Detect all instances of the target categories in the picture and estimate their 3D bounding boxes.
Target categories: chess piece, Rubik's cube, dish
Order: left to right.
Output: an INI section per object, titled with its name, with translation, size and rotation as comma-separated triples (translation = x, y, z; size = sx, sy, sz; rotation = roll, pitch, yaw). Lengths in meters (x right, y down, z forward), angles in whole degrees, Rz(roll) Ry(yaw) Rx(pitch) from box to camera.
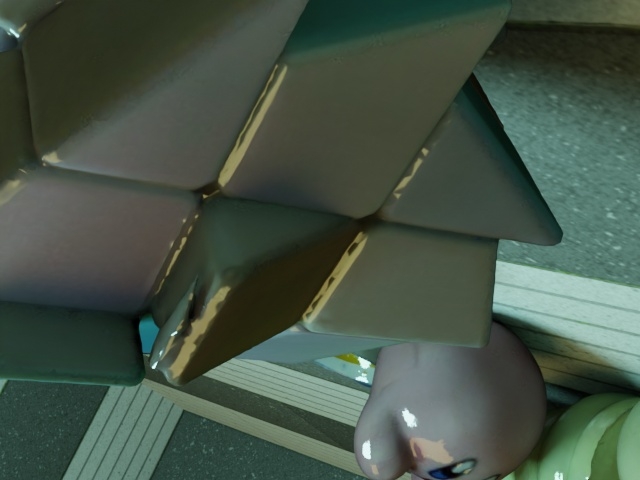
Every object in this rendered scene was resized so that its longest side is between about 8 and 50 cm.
[Rubik's cube]
translation = -0.058, -0.079, 0.606
size = 0.387, 0.358, 0.368
rotation = 7, 135, -30
[dish]
translation = 0.040, 0.139, 1.486
size = 0.236, 0.086, 0.228
rotation = 35, 161, -28
[chess piece]
translation = 0.311, 0.304, 1.405
size = 0.234, 0.234, 0.442
rotation = 33, 166, -22

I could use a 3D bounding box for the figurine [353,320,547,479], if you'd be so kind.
[figurine]
translation = 0.171, 0.182, 1.267
size = 0.211, 0.261, 0.269
rotation = -22, 135, 30

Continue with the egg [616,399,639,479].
[egg]
translation = 0.415, 0.237, 1.090
size = 0.186, 0.186, 0.241
rotation = 20, 176, 16
